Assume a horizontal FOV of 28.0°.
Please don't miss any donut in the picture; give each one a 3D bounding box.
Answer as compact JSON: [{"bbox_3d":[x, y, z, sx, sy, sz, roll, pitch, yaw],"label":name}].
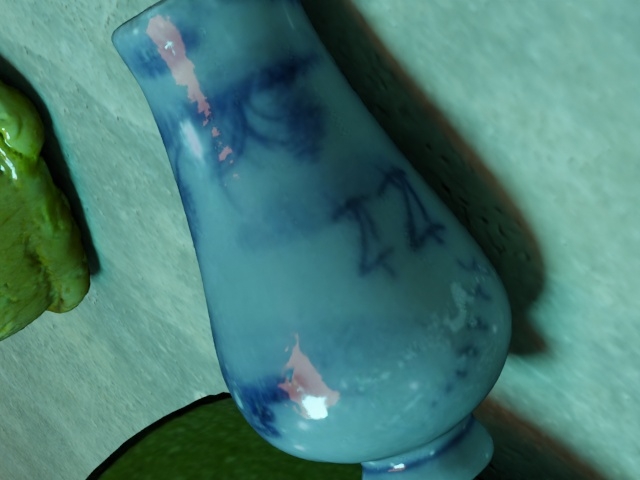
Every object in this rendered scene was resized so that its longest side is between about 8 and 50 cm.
[{"bbox_3d":[-0.291,-0.036,1.011,0.208,0.128,0.261,33,148,33],"label":"donut"}]

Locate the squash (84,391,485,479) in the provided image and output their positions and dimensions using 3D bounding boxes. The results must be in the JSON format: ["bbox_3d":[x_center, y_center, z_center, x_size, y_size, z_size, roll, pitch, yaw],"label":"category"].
[{"bbox_3d":[0.026,0.257,0.703,0.309,0.310,0.310,5,130,54],"label":"squash"}]

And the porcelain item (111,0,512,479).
[{"bbox_3d":[0.000,0.000,0.595,0.141,0.141,0.259,-8,109,61],"label":"porcelain item"}]
